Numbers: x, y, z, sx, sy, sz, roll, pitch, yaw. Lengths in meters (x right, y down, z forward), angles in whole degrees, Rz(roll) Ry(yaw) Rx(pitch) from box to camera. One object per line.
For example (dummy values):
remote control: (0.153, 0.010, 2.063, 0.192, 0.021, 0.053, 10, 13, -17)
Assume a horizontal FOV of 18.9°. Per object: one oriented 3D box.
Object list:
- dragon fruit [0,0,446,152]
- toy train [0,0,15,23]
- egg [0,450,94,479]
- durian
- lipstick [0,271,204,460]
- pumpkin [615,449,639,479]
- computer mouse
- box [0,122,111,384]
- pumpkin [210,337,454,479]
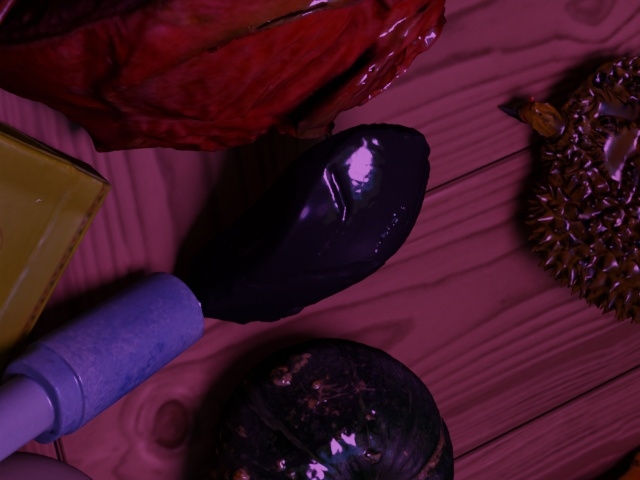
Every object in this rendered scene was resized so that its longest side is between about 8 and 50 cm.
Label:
dragon fruit: (-0.018, -0.181, 1.213, 0.330, 0.302, 0.240, 15, 71, -54)
toy train: (-0.222, -0.254, 1.032, 0.369, 0.163, 0.231, -56, 143, 1)
egg: (-0.234, 0.239, 1.238, 0.242, 0.186, 0.186, -45, 130, -24)
durian: (0.249, -0.036, 1.470, 0.237, 0.138, 0.193, 30, 93, -39)
lipstick: (-0.184, 0.103, 1.229, 0.274, 0.061, 0.068, -35, 156, -43)
pumpkin: (0.303, 0.246, 1.663, 0.248, 0.126, 0.131, -10, 112, -12)
computer mouse: (0.000, 0.000, 1.297, 0.122, 0.073, 0.217, -6, 156, -40)
box: (-0.303, -0.020, 1.157, 0.335, 0.047, 0.187, 26, 95, -39)
pumpkin: (0.008, 0.163, 1.393, 0.190, 0.146, 0.190, -3, 101, -14)
